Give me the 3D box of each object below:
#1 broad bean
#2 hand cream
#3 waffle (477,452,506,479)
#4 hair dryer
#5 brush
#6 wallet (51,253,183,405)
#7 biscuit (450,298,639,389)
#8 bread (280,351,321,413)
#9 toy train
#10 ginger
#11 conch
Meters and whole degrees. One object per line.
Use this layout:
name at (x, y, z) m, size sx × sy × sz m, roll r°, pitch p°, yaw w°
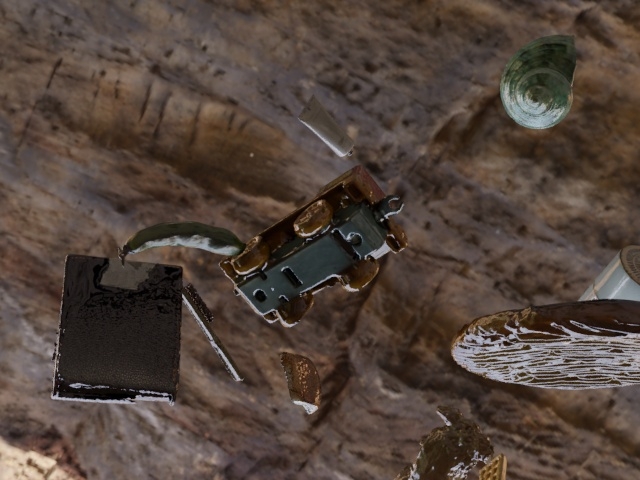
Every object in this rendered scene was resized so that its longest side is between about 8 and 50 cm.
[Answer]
broad bean at (-0.225, 0.001, 1.309) m, size 0.227 × 0.069 × 0.039 m, roll -5°, pitch -168°, yaw -31°
hand cream at (0.021, -0.289, 2.077) m, size 0.186 × 0.054 × 0.087 m, roll 44°, pitch -119°, yaw -25°
waffle at (0.326, 0.482, 1.544) m, size 0.021 × 0.092 × 0.135 m, roll 39°, pitch -153°, yaw -2°
hair dryer at (0.589, 0.132, 1.266) m, size 0.358 × 0.173 × 0.107 m, roll 15°, pitch -137°, yaw -11°
brush at (-0.232, 0.196, 1.716) m, size 0.036 × 0.043 × 0.247 m, roll -34°, pitch -85°, yaw -19°
wallet at (-0.356, 0.158, 1.416) m, size 0.221 × 0.071 × 0.262 m, roll 7°, pitch -109°, yaw -20°
biscuit at (0.314, 0.131, 0.937) m, size 0.318 × 0.318 × 0.040 m, roll 16°, pitch -114°, yaw -30°
bread at (-0.035, 0.294, 1.662) m, size 0.126 × 0.044 × 0.129 m, roll 37°, pitch -145°, yaw -53°
toy train at (0.000, 0.000, 1.429) m, size 0.163 × 0.369 × 0.231 m, roll 52°, pitch -154°, yaw -15°
ginger at (0.153, 0.369, 1.153) m, size 0.084 × 0.290 × 0.122 m, roll -4°, pitch -139°, yaw -47°
conch at (0.429, -0.309, 1.543) m, size 0.122 × 0.176 × 0.188 m, roll 26°, pitch -137°, yaw -30°
